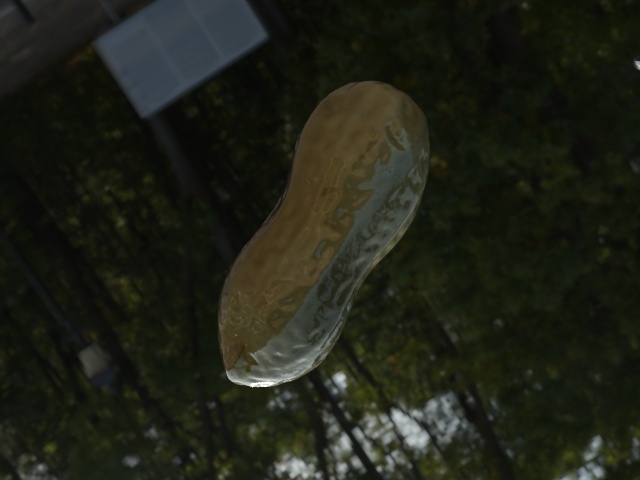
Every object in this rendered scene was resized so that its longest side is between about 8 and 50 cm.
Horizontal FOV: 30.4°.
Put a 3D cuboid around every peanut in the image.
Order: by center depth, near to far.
[{"bbox_3d":[0.000,0.000,0.942,0.274,0.111,0.125,-59,163,15],"label":"peanut"}]

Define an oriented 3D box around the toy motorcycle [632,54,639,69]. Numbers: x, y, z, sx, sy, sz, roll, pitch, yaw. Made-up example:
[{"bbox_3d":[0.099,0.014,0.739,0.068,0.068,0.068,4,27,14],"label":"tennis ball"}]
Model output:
[{"bbox_3d":[0.471,-0.152,1.155,0.307,0.173,0.108,-10,156,16],"label":"toy motorcycle"}]
